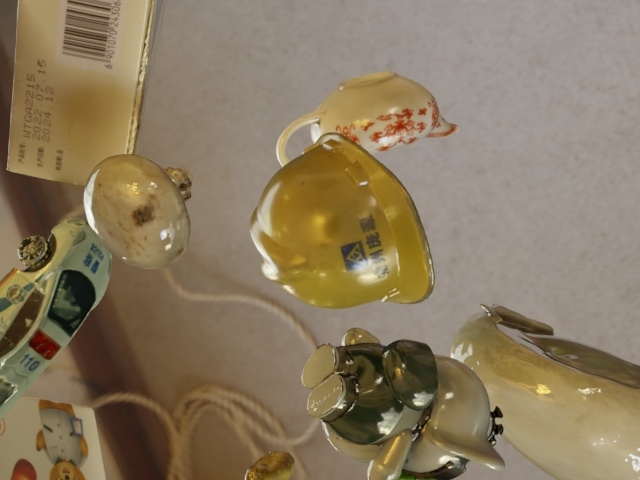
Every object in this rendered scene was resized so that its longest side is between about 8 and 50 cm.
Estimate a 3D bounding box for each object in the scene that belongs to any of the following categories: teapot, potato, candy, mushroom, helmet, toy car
[{"bbox_3d":[0.055,-0.148,1.802,0.159,0.245,0.116,-134,28,-60],"label":"teapot"},{"bbox_3d":[-0.069,0.303,1.879,0.046,0.092,0.045,-36,84,36],"label":"potato"},{"bbox_3d":[0.343,0.222,1.878,0.386,0.427,0.186,32,94,53],"label":"candy"},{"bbox_3d":[-0.116,-0.026,0.989,0.085,0.079,0.085,30,143,27],"label":"mushroom"},{"bbox_3d":[0.000,0.000,1.596,0.257,0.140,0.205,30,140,62],"label":"helmet"},{"bbox_3d":[-0.241,0.071,1.170,0.056,0.205,0.095,36,170,29],"label":"toy car"}]

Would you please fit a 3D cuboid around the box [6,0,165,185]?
[{"bbox_3d":[-0.161,-0.169,1.046,0.212,0.095,0.168,106,170,-46],"label":"box"}]

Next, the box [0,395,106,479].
[{"bbox_3d":[-0.334,0.346,1.545,0.143,0.225,0.341,-27,65,26],"label":"box"}]

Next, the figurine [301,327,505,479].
[{"bbox_3d":[0.069,0.135,1.142,0.126,0.192,0.147,-50,41,27],"label":"figurine"}]
